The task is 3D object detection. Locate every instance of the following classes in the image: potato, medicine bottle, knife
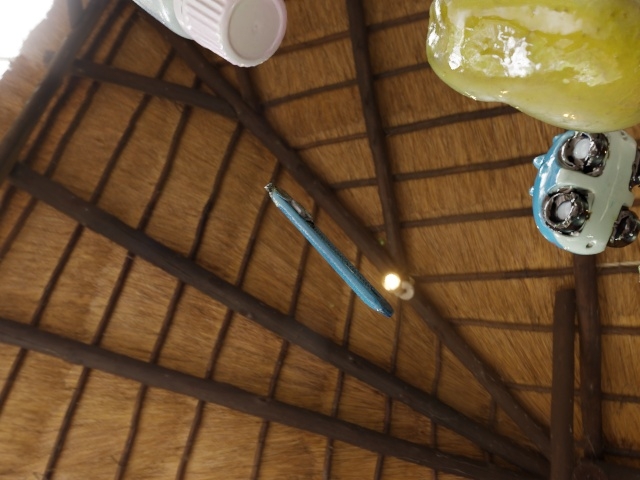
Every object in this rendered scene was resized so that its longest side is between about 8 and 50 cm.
[{"bbox_3d":[0.177,-0.160,0.376,0.194,0.157,0.157,1,-123,-7],"label":"potato"},{"bbox_3d":[-0.113,-0.221,0.422,0.083,0.083,0.203,-44,-121,-1],"label":"medicine bottle"},{"bbox_3d":[0.002,-0.002,0.613,0.026,0.044,0.296,-49,-131,6],"label":"knife"}]

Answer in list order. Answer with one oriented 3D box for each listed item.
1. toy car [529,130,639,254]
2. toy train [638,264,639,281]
[{"bbox_3d":[0.511,-0.103,0.957,0.190,0.189,0.254,-161,-96,-70],"label":"toy car"},{"bbox_3d":[0.525,0.055,0.753,0.038,0.148,0.070,-2,-102,26],"label":"toy train"}]
